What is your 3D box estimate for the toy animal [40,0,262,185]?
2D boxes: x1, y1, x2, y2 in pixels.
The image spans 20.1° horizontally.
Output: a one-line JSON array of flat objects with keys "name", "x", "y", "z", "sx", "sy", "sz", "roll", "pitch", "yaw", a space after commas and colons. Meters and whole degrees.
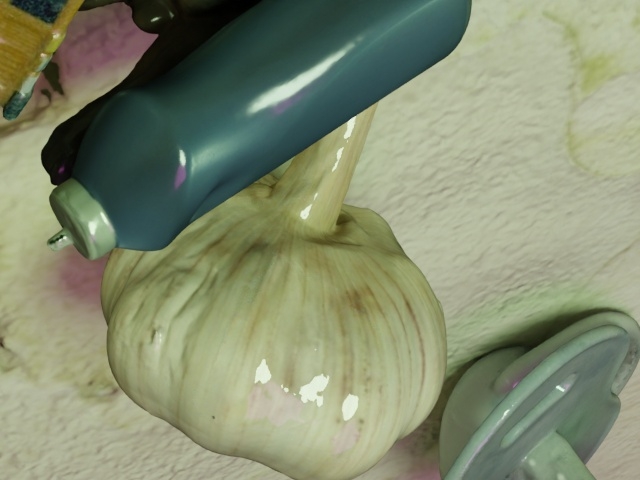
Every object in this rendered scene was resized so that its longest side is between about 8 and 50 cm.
[{"name": "toy animal", "x": -0.058, "y": -0.121, "z": 0.765, "sx": 0.148, "sy": 0.084, "sz": 0.232, "roll": -16, "pitch": 147, "yaw": -19}]

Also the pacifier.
[{"name": "pacifier", "x": 0.196, "y": 0.177, "z": 1.338, "sx": 0.227, "sy": 0.207, "sz": 0.279, "roll": -37, "pitch": 154, "yaw": -14}]

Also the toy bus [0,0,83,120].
[{"name": "toy bus", "x": -0.159, "y": -0.130, "z": 0.597, "sx": 0.182, "sy": 0.091, "sz": 0.103, "roll": 26, "pitch": 128, "yaw": -19}]

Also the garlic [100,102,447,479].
[{"name": "garlic", "x": 0.000, "y": 0.000, "z": 0.945, "sx": 0.199, "sy": 0.199, "sz": 0.226, "roll": 7, "pitch": 113, "yaw": -44}]

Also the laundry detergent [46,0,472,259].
[{"name": "laundry detergent", "x": -0.032, "y": -0.058, "z": 0.772, "sx": 0.206, "sy": 0.061, "sz": 0.096, "roll": -35, "pitch": 172, "yaw": -16}]
